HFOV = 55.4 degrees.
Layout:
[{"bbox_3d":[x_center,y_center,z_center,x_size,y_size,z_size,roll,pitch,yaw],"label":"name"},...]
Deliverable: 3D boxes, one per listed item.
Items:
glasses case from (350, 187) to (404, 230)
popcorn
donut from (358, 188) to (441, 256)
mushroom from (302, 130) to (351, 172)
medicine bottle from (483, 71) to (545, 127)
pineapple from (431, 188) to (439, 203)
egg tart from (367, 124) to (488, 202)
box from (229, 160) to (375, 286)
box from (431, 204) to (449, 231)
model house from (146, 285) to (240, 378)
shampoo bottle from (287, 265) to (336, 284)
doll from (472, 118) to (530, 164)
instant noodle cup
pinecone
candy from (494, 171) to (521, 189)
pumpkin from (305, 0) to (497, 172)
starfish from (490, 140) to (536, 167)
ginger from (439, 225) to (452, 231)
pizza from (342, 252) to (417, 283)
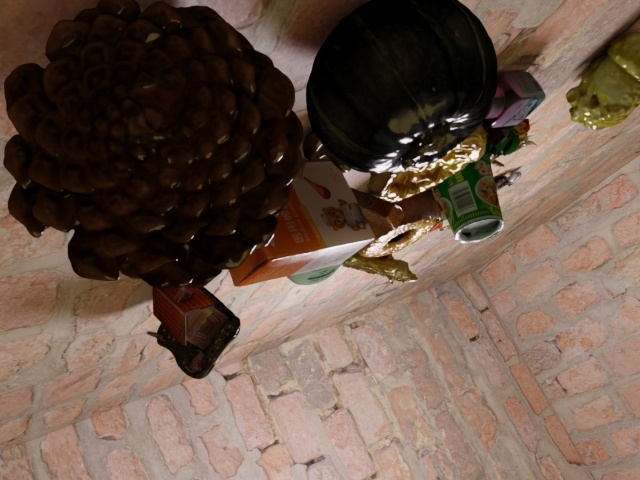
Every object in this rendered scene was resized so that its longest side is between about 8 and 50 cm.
[{"bbox_3d":[0.096,-0.094,1.493,0.049,0.218,0.075,-59,146,-10],"label":"glasses case"},{"bbox_3d":[0.810,-0.433,1.654,0.225,0.174,0.286,-33,160,-41],"label":"popcorn"},{"bbox_3d":[0.220,-0.065,1.874,0.317,0.150,0.299,-23,161,-13],"label":"donut"},{"bbox_3d":[0.015,-0.191,1.294,0.088,0.073,0.129,-43,127,5],"label":"mushroom"},{"bbox_3d":[0.439,-0.339,1.475,0.188,0.094,0.119,-14,157,-38],"label":"medicine bottle"},{"bbox_3d":[0.408,-0.155,2.028,0.116,0.069,0.137,-39,162,32],"label":"pineapple"},{"bbox_3d":[0.244,-0.216,1.483,0.341,0.132,0.341,-22,162,-7],"label":"egg tart"},{"bbox_3d":[-0.072,-0.045,1.349,0.341,0.225,0.143,-10,158,-46],"label":"box"},{"bbox_3d":[0.412,-0.105,2.075,0.245,0.139,0.035,-19,133,-22],"label":"box"},{"bbox_3d":[-0.376,0.213,1.632,0.207,0.294,0.154,-53,133,-7],"label":"model house"},{"bbox_3d":[0.000,0.000,1.728,0.221,0.151,0.349,-15,160,-19],"label":"shampoo bottle"},{"bbox_3d":[0.508,-0.286,1.708,0.186,0.106,0.134,-16,145,-34],"label":"doll"},{"bbox_3d":[0.432,-0.128,1.778,0.207,0.233,0.207,-9,153,-5],"label":"instant noodle cup"},{"bbox_3d":[-0.199,-0.112,0.813,0.384,0.384,0.384,-25,163,-8],"label":"pinecone"},{"bbox_3d":[0.655,-0.207,2.293,0.226,0.051,0.094,-20,173,-16],"label":"candy"},{"bbox_3d":[0.134,-0.253,1.009,0.323,0.241,0.323,-30,162,-11],"label":"pumpkin"},{"bbox_3d":[0.546,-0.273,1.895,0.277,0.062,0.236,-19,165,0],"label":"starfish"},{"bbox_3d":[0.588,-0.077,2.507,0.290,0.084,0.122,-9,149,-48],"label":"ginger"},{"bbox_3d":[0.192,0.057,2.014,0.280,0.287,0.075,-44,155,-68],"label":"pizza"}]
